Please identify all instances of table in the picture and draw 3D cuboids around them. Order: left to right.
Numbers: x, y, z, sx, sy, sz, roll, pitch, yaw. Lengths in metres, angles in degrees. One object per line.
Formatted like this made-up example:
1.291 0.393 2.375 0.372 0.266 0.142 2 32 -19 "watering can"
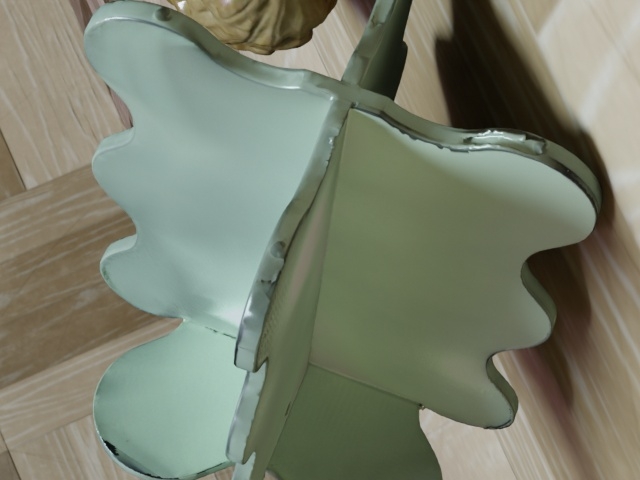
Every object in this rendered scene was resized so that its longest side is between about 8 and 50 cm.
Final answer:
0.000 0.000 0.585 0.198 0.166 0.166 98 148 -61 "table"

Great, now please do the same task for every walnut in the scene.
-0.027 -0.113 0.681 0.096 0.082 0.079 -153 71 -70 "walnut"
